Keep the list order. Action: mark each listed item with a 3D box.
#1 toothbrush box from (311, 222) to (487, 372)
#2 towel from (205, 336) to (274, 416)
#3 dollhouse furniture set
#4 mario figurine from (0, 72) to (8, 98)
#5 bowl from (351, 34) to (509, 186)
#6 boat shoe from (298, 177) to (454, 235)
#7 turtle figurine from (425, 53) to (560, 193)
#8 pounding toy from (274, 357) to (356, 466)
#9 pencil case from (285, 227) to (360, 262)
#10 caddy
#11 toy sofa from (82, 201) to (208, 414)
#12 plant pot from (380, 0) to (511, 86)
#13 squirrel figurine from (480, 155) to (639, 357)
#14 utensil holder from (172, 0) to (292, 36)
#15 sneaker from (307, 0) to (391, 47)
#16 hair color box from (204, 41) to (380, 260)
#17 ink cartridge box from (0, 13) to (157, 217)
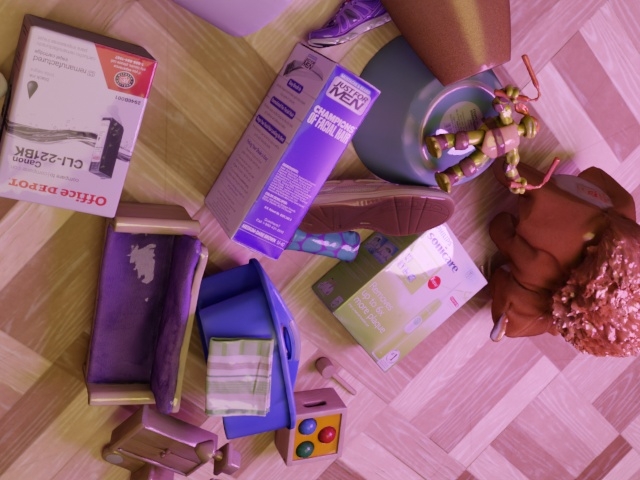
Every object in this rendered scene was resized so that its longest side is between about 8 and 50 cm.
[{"bbox_3d":[0.161,0.091,1.699,0.283,0.122,0.206,-41,122,-3],"label":"toothbrush box"},{"bbox_3d":[-0.137,0.233,1.425,0.113,0.023,0.152,0,115,-13],"label":"towel"},{"bbox_3d":[-0.302,0.500,1.491,0.173,0.356,0.303,30,127,-28],"label":"dollhouse furniture set"},{"bbox_3d":[-0.606,-0.229,1.249,0.321,0.170,0.198,-50,159,16],"label":"mario figurine"},{"bbox_3d":[0.225,-0.223,1.561,0.311,0.163,0.312,-9,117,-19],"label":"bowl"},{"bbox_3d":[0.099,-0.076,1.574,0.302,0.098,0.109,-3,136,-4],"label":"boat shoe"},{"bbox_3d":[0.294,-0.183,1.461,0.217,0.087,0.270,-21,128,-5],"label":"turtle figurine"},{"bbox_3d":[0.009,0.358,1.769,0.180,0.094,0.206,-4,114,-22],"label":"pounding toy"},{"bbox_3d":[0.000,0.000,1.620,0.151,0.070,0.065,12,72,-25],"label":"pencil case"},{"bbox_3d":[-0.123,0.202,1.558,0.179,0.241,0.342,-14,118,-12],"label":"caddy"},{"bbox_3d":[-0.316,0.123,1.475,0.150,0.177,0.363,4,112,-25],"label":"toy sofa"},{"bbox_3d":[0.216,-0.395,1.388,0.237,0.237,0.255,-24,97,-12],"label":"plant pot"},{"bbox_3d":[0.481,0.080,1.684,0.280,0.397,0.371,-2,127,-33],"label":"squirrel figurine"},{"bbox_3d":[-0.199,-0.512,1.160,0.385,0.327,0.328,27,100,-34],"label":"utensil holder"},{"bbox_3d":[0.045,-0.389,1.477,0.169,0.068,0.071,-30,106,-18],"label":"sneaker"},{"bbox_3d":[-0.056,-0.157,1.455,0.110,0.185,0.339,25,102,-30],"label":"hair color box"},{"bbox_3d":[-0.397,-0.191,1.334,0.196,0.114,0.273,11,109,-28],"label":"ink cartridge box"}]
